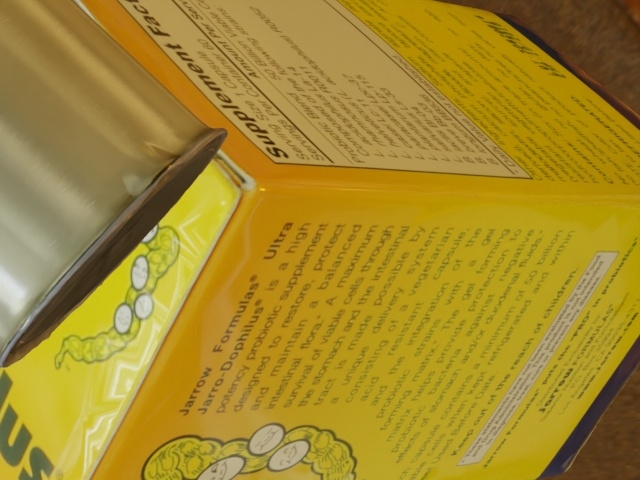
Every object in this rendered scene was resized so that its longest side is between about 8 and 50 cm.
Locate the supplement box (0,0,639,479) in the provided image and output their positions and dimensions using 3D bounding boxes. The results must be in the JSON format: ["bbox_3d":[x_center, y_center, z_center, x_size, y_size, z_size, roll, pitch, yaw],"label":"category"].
[{"bbox_3d":[0.000,0.000,0.742,0.356,0.195,0.194,1,37,-46],"label":"supplement box"}]

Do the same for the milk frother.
[{"bbox_3d":[-0.085,-0.059,0.419,0.135,0.129,0.143,44,72,-1],"label":"milk frother"}]
